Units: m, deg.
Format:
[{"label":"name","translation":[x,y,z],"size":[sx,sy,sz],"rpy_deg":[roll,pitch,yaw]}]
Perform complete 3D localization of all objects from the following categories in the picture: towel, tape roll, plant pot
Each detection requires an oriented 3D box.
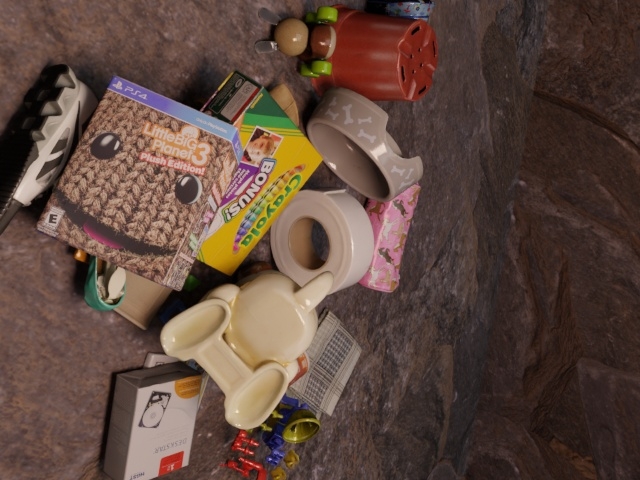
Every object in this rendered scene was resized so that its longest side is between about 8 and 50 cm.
[{"label":"towel","translation":[0.010,0.428,1.885],"size":[0.324,0.056,0.312],"rpy_deg":[-57,141,-19]},{"label":"tape roll","translation":[0.000,0.000,1.509],"size":[0.100,0.286,0.286],"rpy_deg":[-13,114,-49]},{"label":"plant pot","translation":[0.153,-0.488,1.530],"size":[0.272,0.265,0.273],"rpy_deg":[-25,123,-46]}]

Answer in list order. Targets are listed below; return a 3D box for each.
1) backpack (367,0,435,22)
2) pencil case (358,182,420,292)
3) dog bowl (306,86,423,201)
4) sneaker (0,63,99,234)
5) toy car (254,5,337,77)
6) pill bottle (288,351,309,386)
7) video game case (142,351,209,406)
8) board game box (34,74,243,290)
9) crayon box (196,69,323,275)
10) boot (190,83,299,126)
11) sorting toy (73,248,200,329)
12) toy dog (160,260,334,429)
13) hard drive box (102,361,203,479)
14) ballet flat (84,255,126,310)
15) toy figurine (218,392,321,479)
[{"label":"backpack","translation":[0.238,-0.652,1.654],"size":[0.158,0.173,0.117],"rpy_deg":[-22,120,-48]},{"label":"pencil case","translation":[0.216,-0.029,1.886],"size":[0.167,0.160,0.386],"rpy_deg":[2,101,-61]},{"label":"dog bowl","translation":[0.105,-0.242,1.520],"size":[0.102,0.348,0.349],"rpy_deg":[-48,138,-13]},{"label":"sneaker","translation":[-0.469,-0.126,0.979],"size":[0.331,0.122,0.146],"rpy_deg":[-66,148,-17]},{"label":"toy car","translation":[-0.068,-0.494,1.391],"size":[0.188,0.149,0.155],"rpy_deg":[3,99,-24]},{"label":"pill bottle","translation":[-0.140,0.378,1.611],"size":[0.216,0.121,0.121],"rpy_deg":[-30,126,-44]},{"label":"video game case","translation":[-0.373,0.390,1.394],"size":[0.206,0.026,0.227],"rpy_deg":[22,85,-54]},{"label":"board game box","translation":[-0.300,-0.092,0.991],"size":[0.141,0.232,0.291],"rpy_deg":[113,0,-80]},{"label":"crayon box","translation":[-0.192,-0.129,1.242],"size":[0.363,0.106,0.313],"rpy_deg":[-51,149,-1]},{"label":"boot","translation":[-0.171,-0.292,1.341],"size":[0.269,0.089,0.236],"rpy_deg":[-47,149,-29]},{"label":"sorting toy","translation":[-0.390,0.069,1.229],"size":[0.196,0.047,0.348],"rpy_deg":[-62,142,-21]},{"label":"toy dog","translation":[-0.151,0.174,1.356],"size":[0.395,0.284,0.408],"rpy_deg":[-50,-176,3]},{"label":"hard drive box","translation":[-0.379,0.412,1.297],"size":[0.181,0.089,0.232],"rpy_deg":[0,103,-52]},{"label":"ballet flat","translation":[-0.396,0.017,1.087],"size":[0.083,0.087,0.248],"rpy_deg":[-4,103,-56]},{"label":"toy figurine","translation":[-0.130,0.504,1.624],"size":[0.217,0.191,0.363],"rpy_deg":[-80,-163,-52]}]
